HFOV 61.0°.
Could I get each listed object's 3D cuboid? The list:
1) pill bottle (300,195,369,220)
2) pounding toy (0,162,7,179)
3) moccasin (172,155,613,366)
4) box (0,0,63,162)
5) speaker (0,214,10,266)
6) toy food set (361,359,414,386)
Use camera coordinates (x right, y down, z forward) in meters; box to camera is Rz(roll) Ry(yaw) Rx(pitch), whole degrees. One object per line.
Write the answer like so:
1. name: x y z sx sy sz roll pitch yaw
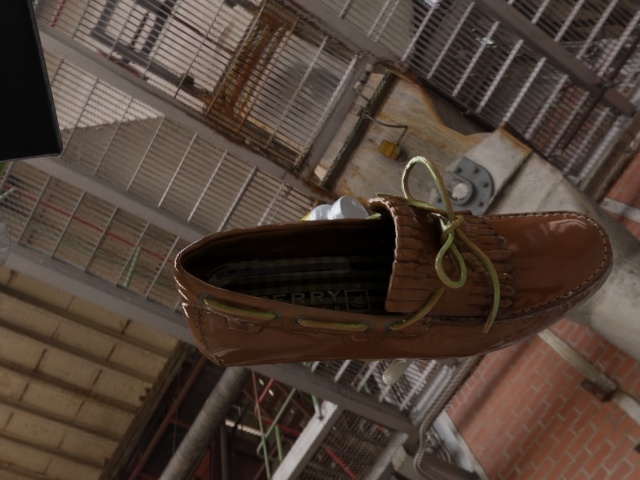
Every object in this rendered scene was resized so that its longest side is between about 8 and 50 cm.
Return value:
1. pill bottle: 0.000 0.000 0.973 0.103 0.103 0.184 38 -53 -20
2. pounding toy: -0.601 -0.103 0.877 0.110 0.183 0.237 26 -82 -39
3. moccasin: 0.067 0.020 0.477 0.380 0.139 0.147 -2 -39 2
4. box: -0.346 -0.281 0.426 0.179 0.312 0.343 -13 -33 -23
5. speaker: -0.336 0.004 0.447 0.136 0.055 0.055 -7 -62 -55
6. toy food set: 0.070 0.130 0.902 0.128 0.218 0.071 -22 -46 -46
